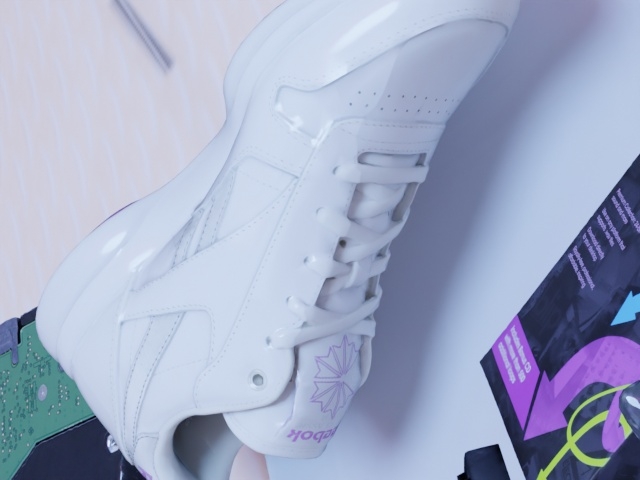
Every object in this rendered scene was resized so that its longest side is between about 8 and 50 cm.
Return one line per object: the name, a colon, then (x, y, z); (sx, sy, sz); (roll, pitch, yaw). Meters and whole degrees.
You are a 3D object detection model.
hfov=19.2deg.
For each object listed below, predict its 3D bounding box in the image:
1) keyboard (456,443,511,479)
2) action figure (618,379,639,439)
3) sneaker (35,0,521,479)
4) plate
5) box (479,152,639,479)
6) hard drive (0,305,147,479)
keyboard: (0.069, 0.158, 0.673); (0.100, 0.038, 0.192); (87, 169, -47)
action figure: (0.174, 0.206, 0.550); (0.341, 0.178, 0.330); (-38, 58, 40)
sneaker: (0.000, 0.000, 0.821); (0.305, 0.114, 0.152); (-48, 61, 33)
plate: (0.078, 0.047, 0.814); (0.278, 0.045, 0.277); (-37, 52, 36)
box: (0.124, 0.019, 0.686); (0.162, 0.029, 0.116); (-54, 23, 19)
hard drive: (-0.149, 0.210, 1.007); (0.237, 0.064, 0.339); (-27, 60, 41)
